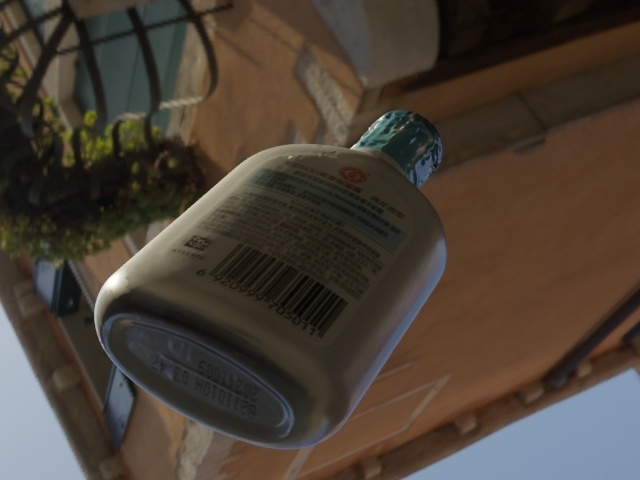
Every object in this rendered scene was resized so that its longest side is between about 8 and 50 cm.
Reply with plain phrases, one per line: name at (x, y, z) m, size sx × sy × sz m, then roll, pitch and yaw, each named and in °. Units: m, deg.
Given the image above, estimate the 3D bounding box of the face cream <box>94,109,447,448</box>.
face cream at (0.000, 0.000, 0.764) m, size 0.163 × 0.080 × 0.336 m, roll 25°, pitch -145°, yaw 11°
